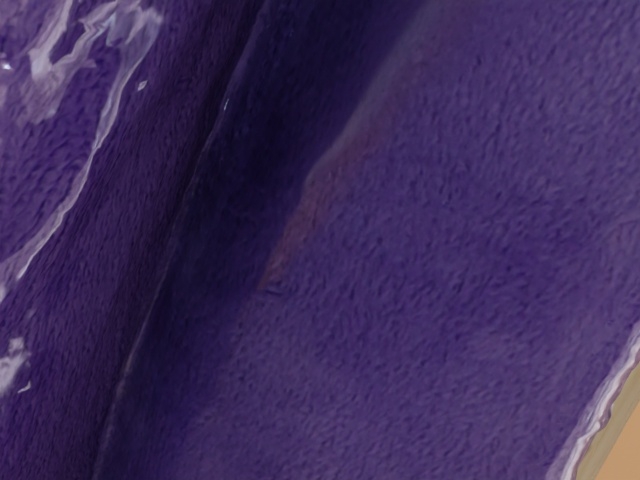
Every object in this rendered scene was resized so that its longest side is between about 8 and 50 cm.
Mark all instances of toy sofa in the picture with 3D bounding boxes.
[{"bbox_3d":[0.000,0.000,0.407,0.150,0.177,0.363,37,127,20],"label":"toy sofa"}]
